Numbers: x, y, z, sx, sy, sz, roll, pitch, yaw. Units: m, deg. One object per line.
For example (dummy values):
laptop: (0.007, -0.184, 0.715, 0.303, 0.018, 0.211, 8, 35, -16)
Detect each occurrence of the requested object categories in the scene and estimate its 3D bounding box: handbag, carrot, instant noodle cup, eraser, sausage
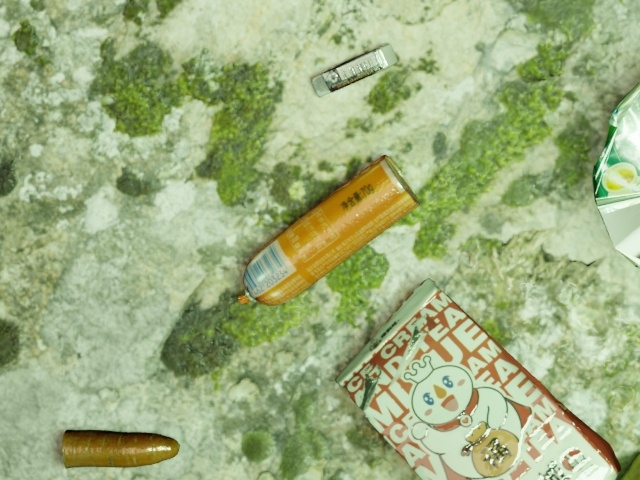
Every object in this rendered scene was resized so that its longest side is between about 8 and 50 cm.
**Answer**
handbag: (0.168, 0.192, 1.599, 0.171, 0.151, 0.298, -44, 74, 5)
carrot: (-0.232, 0.243, 1.729, 0.139, 0.048, 0.048, -1, 90, 11)
instant noodle cup: (0.396, -0.061, 1.523, 0.240, 0.178, 0.240, 0, 90, 12)
eraser: (0.038, -0.192, 1.682, 0.099, 0.019, 0.027, -24, 100, 12)
sausage: (0.000, 0.000, 1.666, 0.234, 0.071, 0.071, -36, 83, 10)

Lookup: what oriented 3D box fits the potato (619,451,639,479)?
potato: (0.365, 0.271, 1.581, 0.105, 0.085, 0.188, 45, 103, 11)
